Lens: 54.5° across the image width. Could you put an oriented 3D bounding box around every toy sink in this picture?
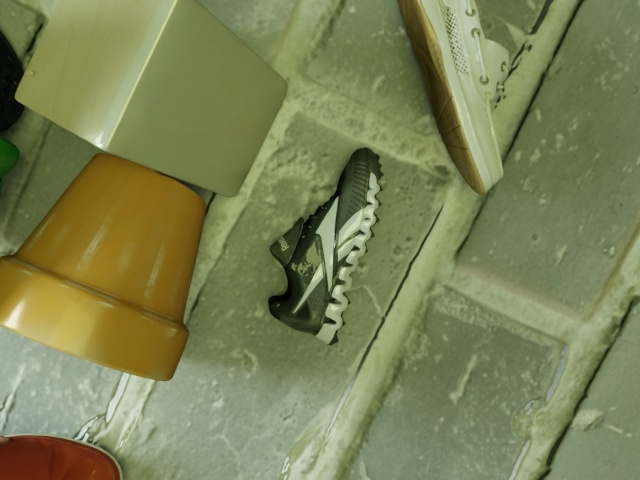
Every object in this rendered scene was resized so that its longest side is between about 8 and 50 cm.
[{"bbox_3d":[-0.159,-0.156,0.641,0.131,0.234,0.153,29,94,21],"label":"toy sink"}]

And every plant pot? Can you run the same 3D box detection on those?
[{"bbox_3d":[-0.215,0.021,0.648,0.205,0.205,0.188,23,79,-8],"label":"plant pot"}]

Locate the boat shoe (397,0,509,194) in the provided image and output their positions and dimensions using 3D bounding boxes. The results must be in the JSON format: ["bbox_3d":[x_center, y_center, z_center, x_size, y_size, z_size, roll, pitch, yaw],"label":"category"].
[{"bbox_3d":[0.170,-0.193,0.699,0.096,0.098,0.277,-19,97,-2],"label":"boat shoe"}]

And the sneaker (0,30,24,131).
[{"bbox_3d":[-0.406,-0.216,0.662,0.097,0.084,0.235,-23,98,22],"label":"sneaker"}]

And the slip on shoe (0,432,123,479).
[{"bbox_3d":[-0.358,0.254,0.640,0.331,0.101,0.123,22,63,-37],"label":"slip on shoe"}]

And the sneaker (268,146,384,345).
[{"bbox_3d":[0.000,0.000,0.715,0.106,0.078,0.234,15,97,-10],"label":"sneaker"}]

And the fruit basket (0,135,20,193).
[{"bbox_3d":[-0.481,-0.104,0.482,0.392,0.392,0.283,27,94,-8],"label":"fruit basket"}]
